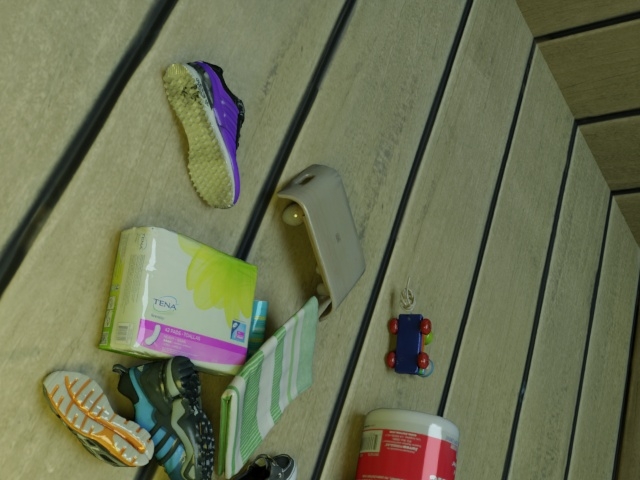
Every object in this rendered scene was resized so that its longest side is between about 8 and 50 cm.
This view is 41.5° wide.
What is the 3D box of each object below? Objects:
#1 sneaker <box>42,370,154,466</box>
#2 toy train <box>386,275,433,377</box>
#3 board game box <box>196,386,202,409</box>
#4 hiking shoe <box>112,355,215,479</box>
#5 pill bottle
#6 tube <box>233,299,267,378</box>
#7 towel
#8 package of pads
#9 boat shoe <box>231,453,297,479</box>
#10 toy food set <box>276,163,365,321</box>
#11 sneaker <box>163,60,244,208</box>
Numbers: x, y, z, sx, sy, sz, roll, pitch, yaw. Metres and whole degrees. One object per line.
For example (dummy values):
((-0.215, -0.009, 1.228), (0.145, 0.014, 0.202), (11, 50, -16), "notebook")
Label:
((-0.372, 0.299, 1.370), (0.215, 0.083, 0.084), (48, 42, -14), "sneaker")
((0.252, 0.230, 2.193), (0.143, 0.105, 0.248), (34, 59, -58), "toy train")
((-0.257, 0.315, 1.563), (0.090, 0.020, 0.090), (-1, 86, -53), "board game box")
((-0.266, 0.337, 1.480), (0.113, 0.132, 0.304), (-72, 156, -68), "hiking shoe")
((0.183, 0.608, 1.933), (0.229, 0.229, 0.407), (35, 59, -45), "pill bottle")
((-0.143, 0.223, 1.712), (0.080, 0.052, 0.207), (9, 83, -41), "tube")
((-0.098, 0.291, 1.680), (0.325, 0.038, 0.247), (-42, 146, -48), "towel")
((-0.246, 0.112, 1.539), (0.296, 0.101, 0.229), (25, 66, -49), "package of pads")
((-0.117, 0.462, 1.660), (0.228, 0.080, 0.076), (-20, 112, -56), "boat shoe")
((0.000, 0.000, 1.911), (0.220, 0.092, 0.306), (-46, 123, -59), "toy food set")
((-0.193, -0.213, 1.655), (0.146, 0.102, 0.293), (-29, 108, -52), "sneaker")
